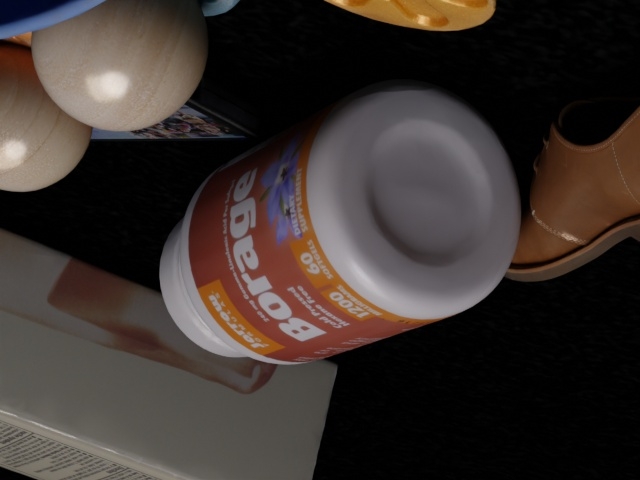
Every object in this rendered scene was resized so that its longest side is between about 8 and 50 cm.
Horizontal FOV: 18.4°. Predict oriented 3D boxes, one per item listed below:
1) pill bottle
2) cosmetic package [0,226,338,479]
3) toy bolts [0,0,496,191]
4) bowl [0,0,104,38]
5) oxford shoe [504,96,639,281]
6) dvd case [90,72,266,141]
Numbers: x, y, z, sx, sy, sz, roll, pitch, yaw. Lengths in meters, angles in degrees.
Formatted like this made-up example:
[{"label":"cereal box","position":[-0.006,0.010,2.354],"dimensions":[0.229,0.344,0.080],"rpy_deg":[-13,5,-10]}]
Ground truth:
[{"label":"pill bottle","position":[0.000,0.000,1.044],"dimensions":[0.121,0.121,0.216],"rpy_deg":[24,157,-23]},{"label":"cosmetic package","position":[-0.157,0.104,1.402],"dimensions":[0.296,0.129,0.153],"rpy_deg":[24,156,-23]},{"label":"toy bolts","position":[-0.042,-0.089,0.748],"dimensions":[0.218,0.158,0.228],"rpy_deg":[19,166,-3]},{"label":"bowl","position":[-0.178,-0.221,0.528],"dimensions":[0.391,0.077,0.391],"rpy_deg":[18,144,14]},{"label":"oxford shoe","position":[0.135,-0.033,0.977],"dimensions":[0.076,0.076,0.212],"rpy_deg":[50,154,-6]},{"label":"dvd case","position":[-0.164,-0.092,0.989],"dimensions":[0.180,0.022,0.253],"rpy_deg":[1,167,29]}]
